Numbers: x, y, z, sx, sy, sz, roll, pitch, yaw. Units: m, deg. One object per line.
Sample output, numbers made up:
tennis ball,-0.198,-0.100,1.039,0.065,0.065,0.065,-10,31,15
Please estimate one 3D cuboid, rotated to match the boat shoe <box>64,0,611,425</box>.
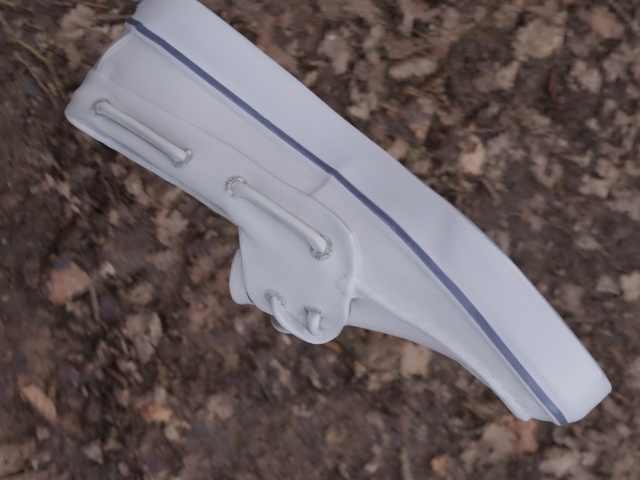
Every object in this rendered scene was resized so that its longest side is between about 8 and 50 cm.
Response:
boat shoe,0.000,0.000,0.582,0.258,0.095,0.084,41,87,23
